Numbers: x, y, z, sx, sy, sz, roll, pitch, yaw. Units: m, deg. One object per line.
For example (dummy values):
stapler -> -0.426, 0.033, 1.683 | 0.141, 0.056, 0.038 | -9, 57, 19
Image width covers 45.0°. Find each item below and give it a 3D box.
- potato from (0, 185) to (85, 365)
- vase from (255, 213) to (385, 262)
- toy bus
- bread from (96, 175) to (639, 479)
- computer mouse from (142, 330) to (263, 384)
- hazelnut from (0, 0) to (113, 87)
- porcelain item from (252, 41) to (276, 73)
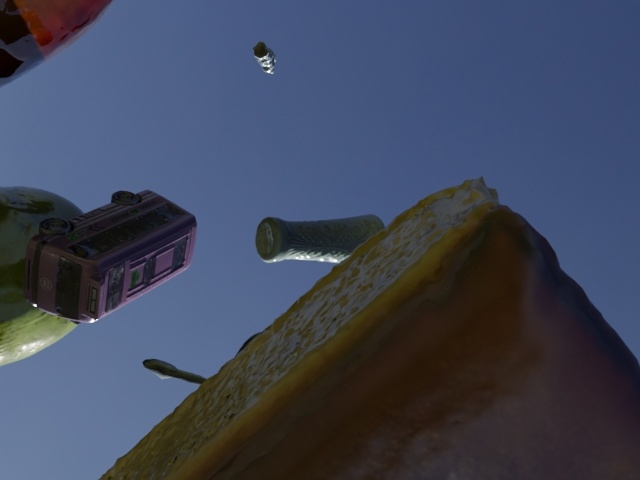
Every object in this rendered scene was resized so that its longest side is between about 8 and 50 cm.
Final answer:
potato -> -0.400, 0.047, 0.913 | 0.216, 0.304, 0.216 | 22, -59, 42
vase -> 0.000, 0.000, 1.306 | 0.096, 0.219, 0.096 | -1, -92, 55
toy bus -> -0.211, 0.014, 0.795 | 0.098, 0.178, 0.087 | 26, -60, 20
bread -> 0.059, 0.179, 0.426 | 0.333, 0.323, 0.143 | -43, -161, 12
computer mouse -> 0.014, 0.168, 0.747 | 0.090, 0.379, 0.167 | 106, -3, -52
hazelnut -> -0.372, -0.379, 0.806 | 0.353, 0.421, 0.421 | 36, -88, 16
porcelain item -> -0.090, -0.298, 1.262 | 0.028, 0.083, 0.036 | 0, -97, 7
